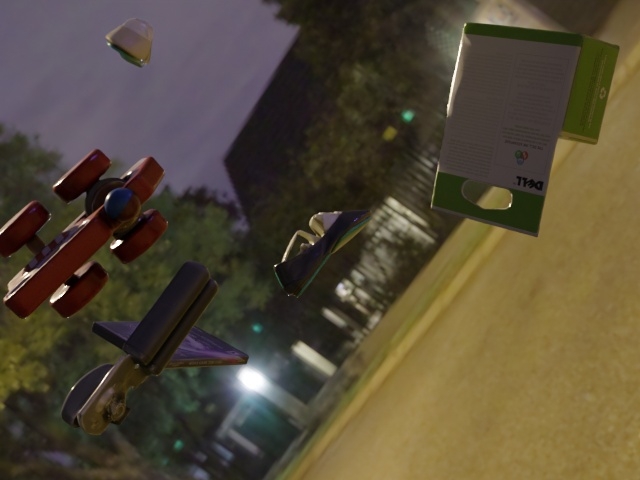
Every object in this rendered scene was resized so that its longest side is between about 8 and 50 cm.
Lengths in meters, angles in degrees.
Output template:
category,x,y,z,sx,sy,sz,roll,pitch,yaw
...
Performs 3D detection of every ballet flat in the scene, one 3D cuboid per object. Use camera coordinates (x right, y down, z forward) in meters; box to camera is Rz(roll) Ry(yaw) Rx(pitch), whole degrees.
category,x,y,z,sx,sy,sz,roll,pitch,yaw
ballet flat,-0.345,-0.374,1.930,0.086,0.086,0.248,-55,11,1
ballet flat,0.000,0.000,1.565,0.203,0.074,0.074,-46,-5,-33

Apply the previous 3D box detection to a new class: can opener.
category,x,y,z,sx,sy,sz,roll,pitch,yaw
can opener,-0.261,0.146,1.472,0.283,0.095,0.076,-56,-29,-19

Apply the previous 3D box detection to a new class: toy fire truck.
category,x,y,z,sx,sy,sz,roll,pitch,yaw
toy fire truck,-0.346,-0.009,1.551,0.302,0.169,0.254,-44,16,-11

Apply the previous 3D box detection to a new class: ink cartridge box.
category,x,y,z,sx,sy,sz,roll,pitch,yaw
ink cartridge box,0.262,-0.146,1.370,0.097,0.189,0.255,3,-79,-45

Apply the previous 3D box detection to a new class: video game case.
category,x,y,z,sx,sy,sz,roll,pitch,yaw
video game case,-0.304,0.212,2.138,0.274,0.196,0.026,7,-76,-55
